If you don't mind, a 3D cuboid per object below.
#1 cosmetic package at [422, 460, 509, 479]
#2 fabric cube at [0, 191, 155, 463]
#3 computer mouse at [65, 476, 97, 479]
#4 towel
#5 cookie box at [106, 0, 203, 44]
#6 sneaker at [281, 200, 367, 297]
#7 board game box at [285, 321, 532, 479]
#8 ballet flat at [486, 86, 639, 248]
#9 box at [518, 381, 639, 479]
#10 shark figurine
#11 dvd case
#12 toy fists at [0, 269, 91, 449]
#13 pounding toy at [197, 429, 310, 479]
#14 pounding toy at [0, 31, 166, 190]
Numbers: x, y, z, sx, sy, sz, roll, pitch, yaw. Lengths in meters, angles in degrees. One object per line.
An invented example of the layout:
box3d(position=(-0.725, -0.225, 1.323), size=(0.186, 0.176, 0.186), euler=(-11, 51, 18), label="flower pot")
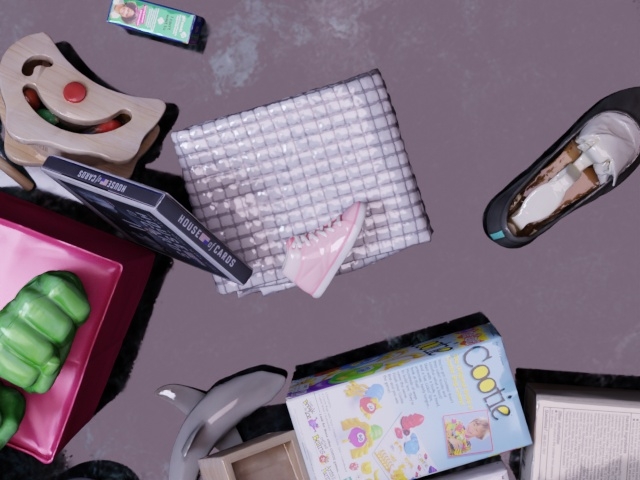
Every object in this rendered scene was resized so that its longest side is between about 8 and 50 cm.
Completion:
box3d(position=(0.136, 0.366, 1.847), size=(0.239, 0.060, 0.099), euler=(-15, 92, 2), label="cosmetic package")
box3d(position=(-0.378, 0.094, 1.747), size=(0.254, 0.258, 0.259), euler=(21, 94, -1), label="fabric cube")
box3d(position=(-0.373, 0.392, 1.856), size=(0.272, 0.072, 0.189), euler=(-21, 75, 7), label="computer mouse")
box3d(position=(-0.023, -0.069, 1.797), size=(0.283, 0.121, 0.235), euler=(-17, 100, 7), label="towel")
box3d(position=(-0.208, -0.280, 1.803), size=(0.107, 0.092, 0.040), euler=(14, 96, 1), label="cookie box")
box3d(position=(0.000, 0.000, 1.722), size=(0.070, 0.051, 0.134), euler=(29, 107, -8), label="sneaker")
box3d(position=(0.110, 0.216, 1.797), size=(0.275, 0.142, 0.144), euler=(-16, 94, 3), label="board game box")
box3d(position=(0.331, -0.086, 1.797), size=(0.280, 0.096, 0.095), euler=(-43, 91, 3), label="ballet flat")
box3d(position=(0.416, 0.266, 1.802), size=(0.311, 0.121, 0.148), euler=(5, 93, 1), label="box")
box3d(position=(-0.158, 0.292, 1.827), size=(0.166, 0.116, 0.278), euler=(14, 92, 2), label="shark figurine")
box3d(position=(-0.211, -0.026, 1.720), size=(0.179, 0.238, 0.030), euler=(43, 74, -43), label="dvd case")
box3d(position=(-0.346, 0.153, 1.550), size=(0.096, 0.142, 0.279), euler=(37, 94, -1), label="toy fists")
box3d(position=(-0.087, 0.326, 1.774), size=(0.130, 0.100, 0.141), euler=(-16, 89, -31), label="pounding toy")
box3d(position=(-0.342, -0.158, 1.826), size=(0.269, 0.155, 0.154), euler=(13, 65, -8), label="pounding toy")
